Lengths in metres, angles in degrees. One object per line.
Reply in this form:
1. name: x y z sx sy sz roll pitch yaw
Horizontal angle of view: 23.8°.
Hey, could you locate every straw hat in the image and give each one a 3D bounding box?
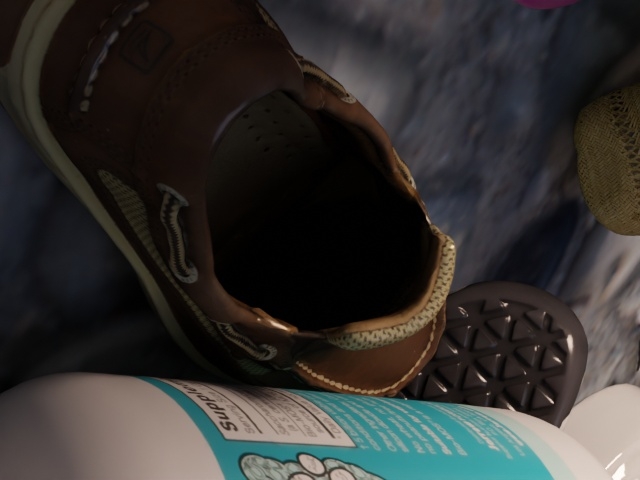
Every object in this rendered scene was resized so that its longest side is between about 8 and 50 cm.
1. straw hat: 0.140 -0.034 0.642 0.061 0.145 0.144 -14 151 16

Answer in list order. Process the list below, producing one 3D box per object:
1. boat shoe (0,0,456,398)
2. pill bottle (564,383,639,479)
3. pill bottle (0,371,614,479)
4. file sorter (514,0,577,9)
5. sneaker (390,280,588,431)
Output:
1. boat shoe: -0.005 0.006 0.464 0.095 0.095 0.257 -52 148 -3
2. pill bottle: 0.253 0.243 0.771 0.210 0.363 0.210 -33 143 -29
3. pill bottle: -0.027 0.118 0.469 0.264 0.146 0.146 9 113 -40
4. file sorter: 0.082 -0.142 0.260 0.182 0.290 0.202 -44 147 -11
5. sneaker: 0.035 0.112 0.653 0.235 0.084 0.097 -58 167 16
